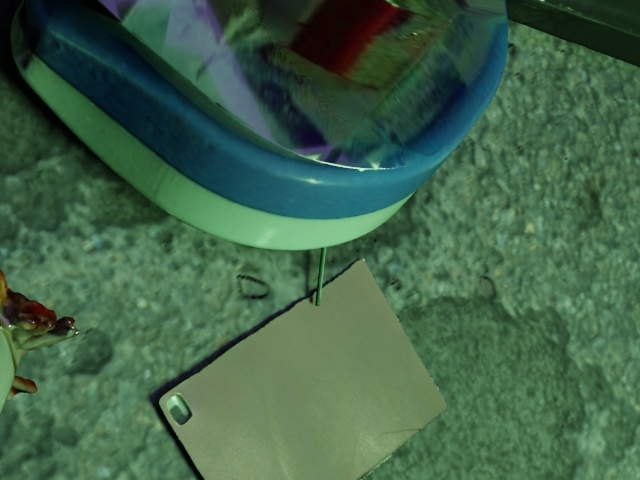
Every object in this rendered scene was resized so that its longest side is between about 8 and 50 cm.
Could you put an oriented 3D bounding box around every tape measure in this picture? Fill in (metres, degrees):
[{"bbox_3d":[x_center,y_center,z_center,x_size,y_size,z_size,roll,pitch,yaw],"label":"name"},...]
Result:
[{"bbox_3d":[-0.024,-0.131,1.114,0.262,0.138,0.259,44,57,-8],"label":"tape measure"}]

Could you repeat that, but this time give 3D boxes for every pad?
[{"bbox_3d":[-0.006,0.100,1.151,0.187,0.006,0.113,-34,95,-39],"label":"pad"}]

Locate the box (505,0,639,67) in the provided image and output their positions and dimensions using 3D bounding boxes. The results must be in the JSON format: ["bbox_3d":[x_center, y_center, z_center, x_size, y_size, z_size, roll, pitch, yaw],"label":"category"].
[{"bbox_3d":[0.205,-0.271,1.371,0.290,0.073,0.289,16,67,-30],"label":"box"}]

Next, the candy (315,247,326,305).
[{"bbox_3d":[0.000,0.000,1.178,0.025,0.023,0.083,20,71,-37],"label":"candy"}]

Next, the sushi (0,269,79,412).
[{"bbox_3d":[-0.279,0.050,0.901,0.332,0.124,0.130,-8,70,-35],"label":"sushi"}]
